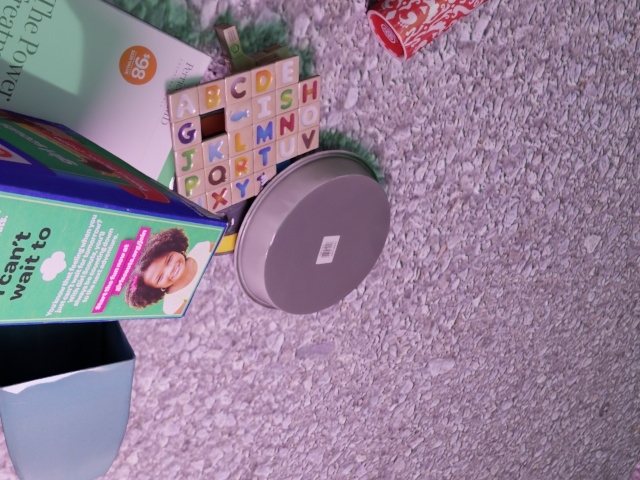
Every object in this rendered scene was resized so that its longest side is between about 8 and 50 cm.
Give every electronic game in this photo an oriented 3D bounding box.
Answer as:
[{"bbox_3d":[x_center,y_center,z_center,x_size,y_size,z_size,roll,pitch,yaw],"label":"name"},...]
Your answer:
[{"bbox_3d":[-0.140,-0.083,0.992,0.229,0.048,0.229,-15,121,-26],"label":"electronic game"}]

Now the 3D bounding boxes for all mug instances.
[{"bbox_3d":[0.150,-0.367,1.017,0.169,0.150,0.113,-41,165,-4],"label":"mug"}]

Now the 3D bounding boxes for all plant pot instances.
[{"bbox_3d":[-0.360,0.221,0.939,0.165,0.165,0.234,-8,123,-30],"label":"plant pot"}]

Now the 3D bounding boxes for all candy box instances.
[{"bbox_3d":[-0.284,-0.037,0.592,0.317,0.268,0.122,6,111,-63],"label":"candy box"}]

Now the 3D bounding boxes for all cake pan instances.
[{"bbox_3d":[0.000,0.000,1.090,0.293,0.054,0.293,-24,133,-28],"label":"cake pan"}]

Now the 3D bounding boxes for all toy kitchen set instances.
[{"bbox_3d":[-0.083,-0.263,0.923,0.083,0.068,0.075,-29,126,-18],"label":"toy kitchen set"}]

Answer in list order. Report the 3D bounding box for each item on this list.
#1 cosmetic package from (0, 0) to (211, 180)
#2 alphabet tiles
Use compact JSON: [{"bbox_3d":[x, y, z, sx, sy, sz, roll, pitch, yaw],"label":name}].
[{"bbox_3d":[-0.340,-0.115,0.818,0.284,0.097,0.377,18,103,-41],"label":"cosmetic package"},{"bbox_3d":[-0.094,-0.142,0.934,0.237,0.009,0.198,-26,137,-30],"label":"alphabet tiles"}]
